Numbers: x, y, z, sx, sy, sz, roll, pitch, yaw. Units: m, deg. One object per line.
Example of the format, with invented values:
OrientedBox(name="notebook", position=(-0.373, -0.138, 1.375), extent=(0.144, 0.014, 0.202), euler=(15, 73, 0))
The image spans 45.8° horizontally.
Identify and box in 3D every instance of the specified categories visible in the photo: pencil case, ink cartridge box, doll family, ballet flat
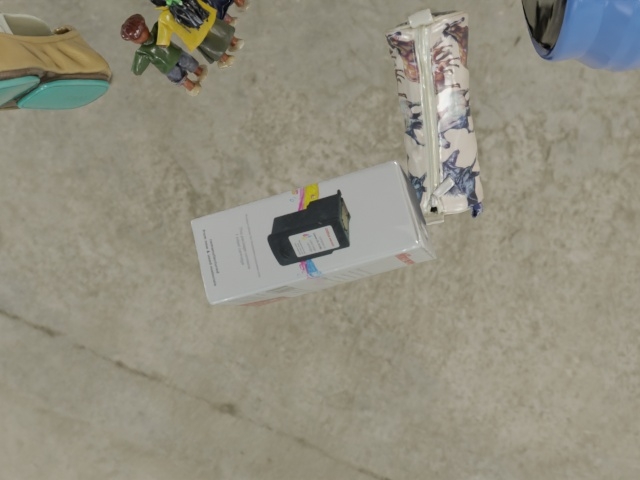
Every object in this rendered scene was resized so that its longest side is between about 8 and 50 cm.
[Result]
OrientedBox(name="pencil case", position=(0.224, -0.242, 1.478), extent=(0.159, 0.183, 0.411), euler=(-6, 108, 9))
OrientedBox(name="ink cartridge box", position=(0.000, 0.000, 0.639), extent=(0.175, 0.127, 0.072), euler=(-16, 80, 11))
OrientedBox(name="doll family", position=(-0.111, -0.233, 0.706), extent=(0.076, 0.193, 0.111), euler=(10, 159, 47))
OrientedBox(name="ballet flat", position=(-0.230, -0.127, 0.546), extent=(0.080, 0.232, 0.073), euler=(-27, 97, 12))

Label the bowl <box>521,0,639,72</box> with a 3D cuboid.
OrientedBox(name="bowl", position=(0.191, -0.319, 0.553), extent=(0.077, 0.391, 0.391), euler=(-4, 118, 9))
